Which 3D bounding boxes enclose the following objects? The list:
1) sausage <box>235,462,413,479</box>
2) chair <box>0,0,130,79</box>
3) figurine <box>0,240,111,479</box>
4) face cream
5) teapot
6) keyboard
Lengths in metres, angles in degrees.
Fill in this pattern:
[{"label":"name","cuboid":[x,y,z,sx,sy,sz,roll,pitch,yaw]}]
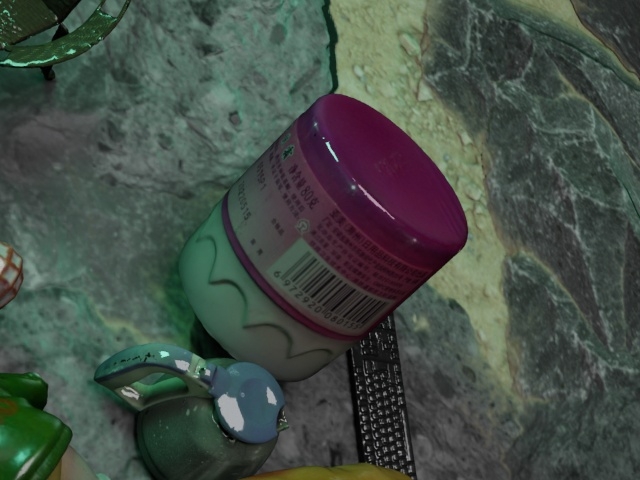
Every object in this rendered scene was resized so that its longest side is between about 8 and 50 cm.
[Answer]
[{"label":"sausage","cuboid":[-0.003,0.253,0.939,0.241,0.120,0.136,1,51,-38]},{"label":"chair","cuboid":[-0.251,-0.201,0.935,0.174,0.213,0.149,52,40,-2]},{"label":"figurine","cuboid":[-0.271,0.106,0.782,0.370,0.167,0.281,51,50,-17]},{"label":"face cream","cuboid":[0.000,0.000,1.000,0.175,0.195,0.175,37,26,-22]},{"label":"teapot","cuboid":[-0.090,0.128,0.947,0.149,0.108,0.111,54,44,-1]},{"label":"keyboard","cuboid":[0.056,0.145,1.118,0.061,0.013,0.204,12,59,-34]}]
